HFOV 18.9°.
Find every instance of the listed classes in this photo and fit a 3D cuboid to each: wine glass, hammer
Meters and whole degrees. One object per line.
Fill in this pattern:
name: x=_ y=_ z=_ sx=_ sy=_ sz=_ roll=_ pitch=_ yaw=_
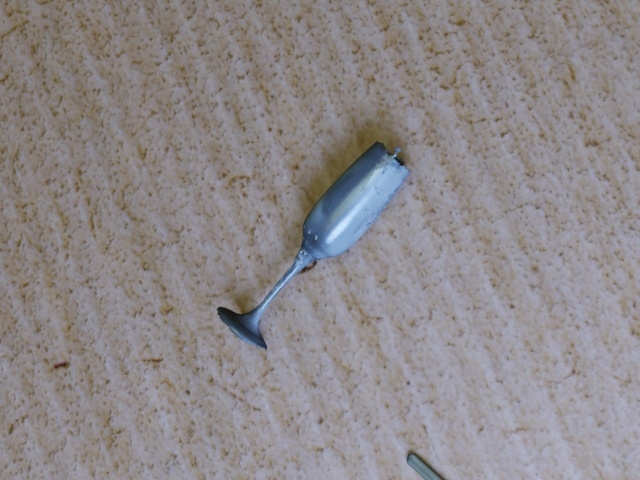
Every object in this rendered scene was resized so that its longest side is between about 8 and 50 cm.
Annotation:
wine glass: x=0.000 y=0.000 z=2.057 sx=0.074 sy=0.074 sz=0.262 roll=43 pitch=96 yaw=18
hammer: x=0.155 y=0.284 z=1.979 sx=0.195 sy=0.060 sz=0.028 roll=39 pitch=97 yaw=23
